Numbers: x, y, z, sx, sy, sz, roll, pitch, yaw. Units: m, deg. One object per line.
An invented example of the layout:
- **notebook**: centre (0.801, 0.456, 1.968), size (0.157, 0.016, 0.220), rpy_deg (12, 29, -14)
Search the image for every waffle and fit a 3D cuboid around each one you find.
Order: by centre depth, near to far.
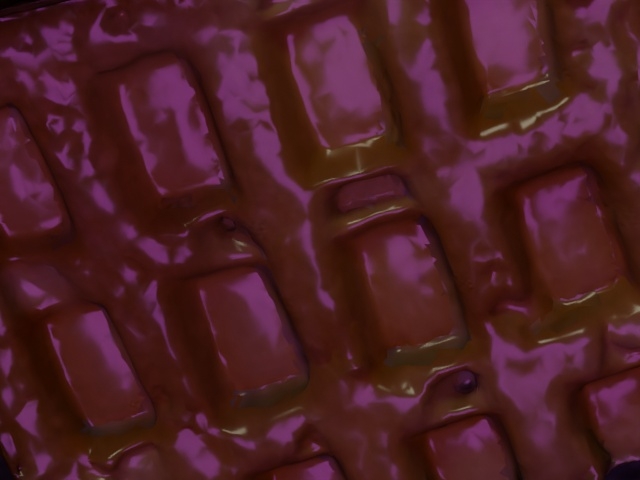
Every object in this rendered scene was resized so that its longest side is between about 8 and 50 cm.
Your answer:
- **waffle**: centre (0.000, 0.000, 0.694), size (0.348, 0.077, 0.304), rpy_deg (-17, 106, 11)

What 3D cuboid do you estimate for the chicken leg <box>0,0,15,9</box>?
- **chicken leg**: centre (-0.271, -0.134, 0.638), size (0.429, 0.153, 0.201), rpy_deg (-12, 84, 17)
